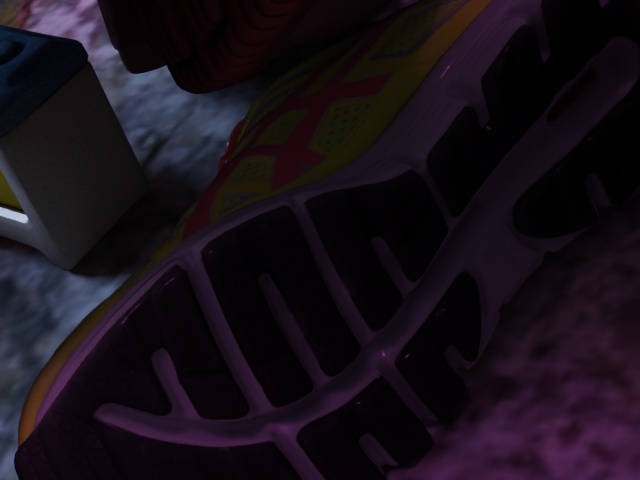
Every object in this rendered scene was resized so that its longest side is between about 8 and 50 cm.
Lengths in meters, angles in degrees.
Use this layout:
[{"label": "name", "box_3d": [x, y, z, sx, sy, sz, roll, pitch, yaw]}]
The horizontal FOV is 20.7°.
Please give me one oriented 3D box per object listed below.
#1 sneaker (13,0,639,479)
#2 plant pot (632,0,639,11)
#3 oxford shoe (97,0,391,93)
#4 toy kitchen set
[{"label": "sneaker", "box_3d": [0.000, 0.000, 0.459, 0.208, 0.081, 0.094, -39, 30, -25]}, {"label": "plant pot", "box_3d": [0.137, -0.084, 0.331, 0.215, 0.230, 0.215, -17, 37, 14]}, {"label": "oxford shoe", "box_3d": [-0.004, -0.116, 0.475, 0.130, 0.123, 0.348, -17, 10, -7]}, {"label": "toy kitchen set", "box_3d": [-0.190, -0.007, 0.544, 0.166, 0.122, 0.207, 16, 55, 44]}]
